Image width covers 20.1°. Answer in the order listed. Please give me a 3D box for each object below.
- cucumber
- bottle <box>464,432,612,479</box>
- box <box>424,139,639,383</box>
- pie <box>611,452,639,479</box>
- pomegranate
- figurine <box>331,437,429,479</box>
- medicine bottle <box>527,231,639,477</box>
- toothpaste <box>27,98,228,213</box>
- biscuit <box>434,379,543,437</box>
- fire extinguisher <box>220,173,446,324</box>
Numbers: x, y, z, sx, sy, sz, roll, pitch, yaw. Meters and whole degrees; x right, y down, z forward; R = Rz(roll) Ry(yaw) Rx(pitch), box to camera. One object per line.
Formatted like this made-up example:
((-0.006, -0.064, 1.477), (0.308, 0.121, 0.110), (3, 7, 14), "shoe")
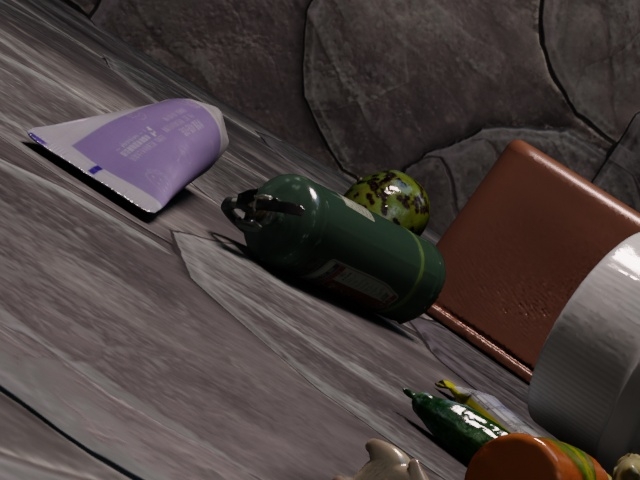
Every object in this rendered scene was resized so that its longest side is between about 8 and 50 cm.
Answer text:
((0.122, 0.149, 1.302), (0.155, 0.037, 0.037), (36, 6, 27), "cucumber")
((0.155, 0.166, 1.181), (0.069, 0.069, 0.187), (35, 5, 26), "bottle")
((0.312, 0.065, 2.118), (0.339, 0.229, 0.239), (35, 5, 23), "box")
((0.236, 0.205, 1.195), (0.282, 0.068, 0.128), (29, 42, -72), "pie")
((0.087, -0.014, 2.233), (0.161, 0.122, 0.122), (61, 9, 6), "pomegranate")
((0.048, 0.142, 0.936), (0.050, 0.047, 0.083), (42, 2, -44), "figurine")
((0.353, 0.150, 1.511), (0.306, 0.245, 0.245), (33, 5, 26), "medicine bottle")
((-0.157, -0.084, 1.640), (0.125, 0.080, 0.371), (33, 10, 3), "toothpaste")
((0.185, 0.178, 1.455), (0.048, 0.026, 0.292), (24, 9, -34), "biscuit")
((0.000, 0.000, 1.682), (0.118, 0.093, 0.294), (4, -14, 39), "fire extinguisher")
